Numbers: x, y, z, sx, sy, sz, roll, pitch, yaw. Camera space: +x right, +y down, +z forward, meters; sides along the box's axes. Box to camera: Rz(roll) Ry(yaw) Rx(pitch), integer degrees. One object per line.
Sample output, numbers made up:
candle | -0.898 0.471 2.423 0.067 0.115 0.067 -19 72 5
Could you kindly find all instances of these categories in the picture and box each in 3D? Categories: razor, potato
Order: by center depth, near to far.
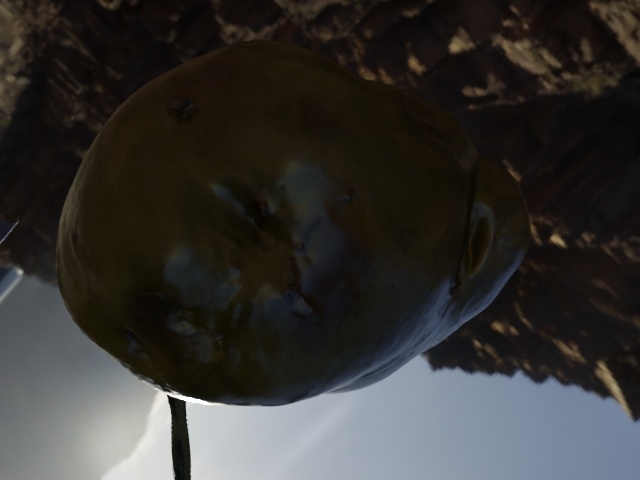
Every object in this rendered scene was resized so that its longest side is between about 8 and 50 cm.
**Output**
potato | 0.003 0.000 0.634 0.351 0.202 0.218 7 115 -51
razor | -0.195 0.306 1.440 0.093 0.324 0.056 -17 156 10

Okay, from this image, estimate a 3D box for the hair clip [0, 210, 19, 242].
hair clip | -0.388 0.081 0.913 0.084 0.106 0.292 31 -96 38
